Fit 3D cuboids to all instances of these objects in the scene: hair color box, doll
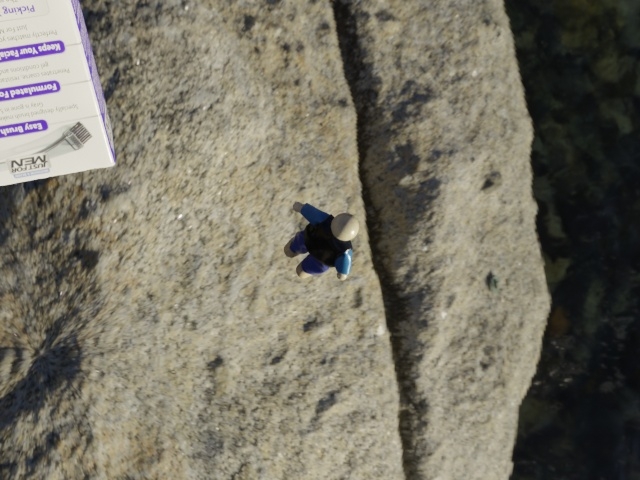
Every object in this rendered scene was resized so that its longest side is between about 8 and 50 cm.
[{"bbox_3d":[-0.352,-0.231,0.753,0.185,0.110,0.339,-11,125,-11],"label":"hair color box"},{"bbox_3d":[0.000,0.000,0.995,0.046,0.189,0.129,-31,90,-26],"label":"doll"}]
